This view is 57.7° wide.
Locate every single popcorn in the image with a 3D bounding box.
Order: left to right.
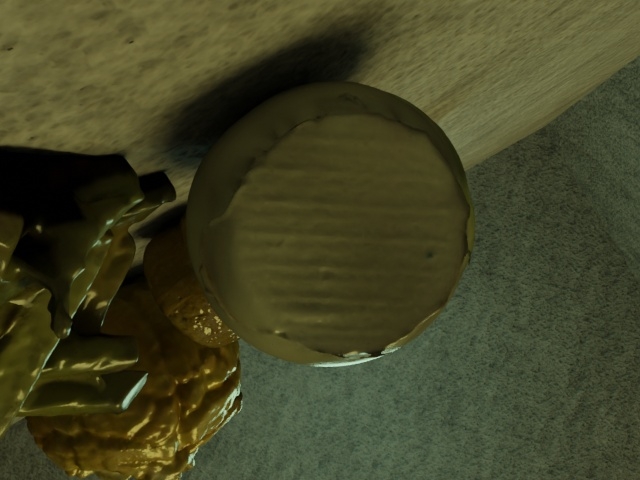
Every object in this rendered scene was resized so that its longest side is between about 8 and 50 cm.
[{"bbox_3d":[-0.335,0.252,1.070,0.390,0.344,0.354,-60,149,2],"label":"popcorn"}]

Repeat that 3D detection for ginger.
[{"bbox_3d":[-0.271,0.087,0.534,0.358,0.211,0.413,-31,175,-6],"label":"ginger"}]

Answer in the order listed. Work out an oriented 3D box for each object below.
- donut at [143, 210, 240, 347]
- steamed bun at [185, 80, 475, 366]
[{"bbox_3d":[-0.164,0.061,0.898,0.128,0.209,0.261,-29,171,5],"label":"donut"},{"bbox_3d":[0.000,-0.021,0.643,0.309,0.310,0.309,-29,175,-3],"label":"steamed bun"}]
